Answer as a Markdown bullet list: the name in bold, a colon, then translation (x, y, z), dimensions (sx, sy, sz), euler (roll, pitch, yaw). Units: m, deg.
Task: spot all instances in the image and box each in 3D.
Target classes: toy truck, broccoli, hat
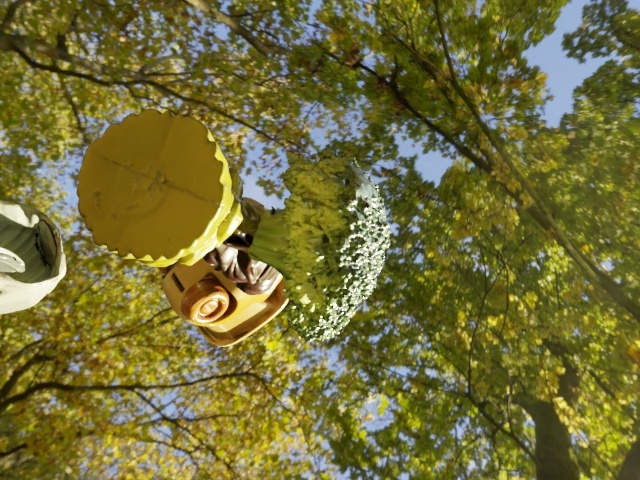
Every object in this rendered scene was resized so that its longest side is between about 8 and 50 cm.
- **toy truck**: translation (-0.185, 0.058, 1.017), dimensions (0.288, 0.211, 0.204), euler (-44, -125, 1)
- **broccoli**: translation (0.003, 0.002, 0.665), dimensions (0.176, 0.198, 0.226), euler (34, -91, 15)
- **hat**: translation (-0.491, 0.007, 0.700), dimensions (0.232, 0.275, 0.161), euler (39, -91, 27)

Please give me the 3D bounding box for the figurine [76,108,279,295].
- **figurine**: translation (-0.125, -0.028, 0.671), dimensions (0.187, 0.315, 0.168), euler (-6, -104, 20)
